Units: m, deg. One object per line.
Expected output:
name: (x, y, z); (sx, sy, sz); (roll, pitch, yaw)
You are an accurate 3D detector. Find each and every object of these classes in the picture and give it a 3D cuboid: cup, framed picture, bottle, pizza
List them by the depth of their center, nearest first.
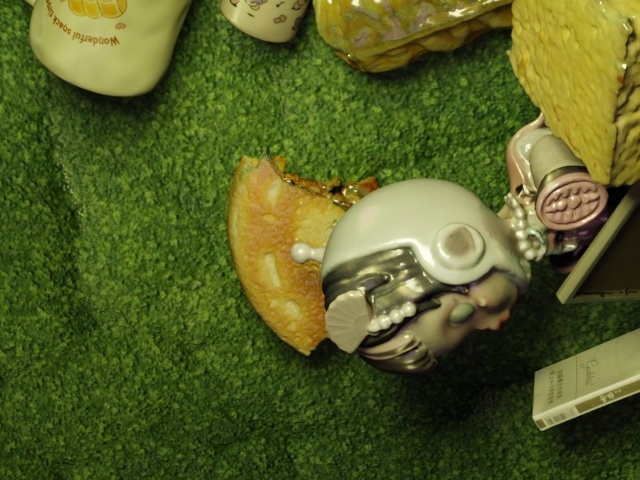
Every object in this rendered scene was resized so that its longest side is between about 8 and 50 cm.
bottle: (-0.029, -0.334, 1.537); (0.110, 0.097, 0.209); (13, 122, -23)
framed picture: (0.434, -0.005, 1.560); (0.289, 0.020, 0.211); (0, 137, -30)
cup: (-0.251, -0.317, 1.577); (0.173, 0.255, 0.202); (-3, 130, -37)
pizza: (0.000, 0.000, 1.721); (0.228, 0.081, 0.290); (-15, 113, 10)

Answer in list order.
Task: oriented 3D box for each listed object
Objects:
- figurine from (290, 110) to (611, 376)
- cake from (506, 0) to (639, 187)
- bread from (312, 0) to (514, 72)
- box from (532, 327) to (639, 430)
figurine: (0.165, 0.009, 1.584); (0.361, 0.211, 0.253); (-32, 144, 3)
cake: (0.369, -0.228, 1.399); (0.286, 0.222, 0.227); (-18, 139, -14)
bread: (0.121, -0.278, 1.521); (0.267, 0.130, 0.152); (-18, 123, 19)
box: (0.363, 0.170, 1.729); (0.198, 0.109, 0.029); (-26, 111, 23)
